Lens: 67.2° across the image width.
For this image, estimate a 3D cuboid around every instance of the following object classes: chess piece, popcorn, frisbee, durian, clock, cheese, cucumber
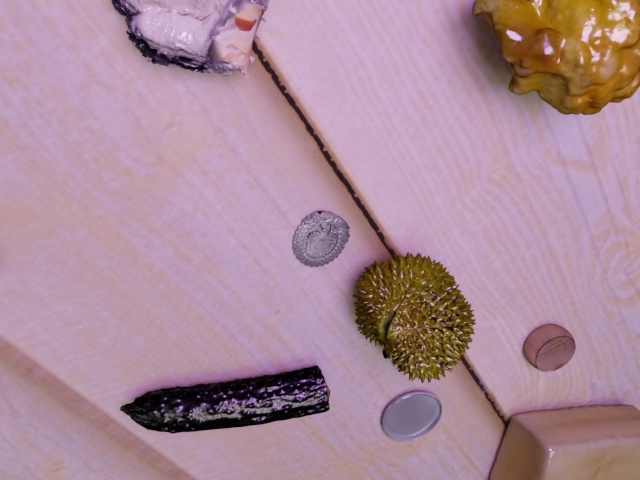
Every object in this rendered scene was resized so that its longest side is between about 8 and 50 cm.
[{"bbox_3d":[0.385,0.181,0.810,0.083,0.038,0.084,-6,116,-13],"label":"chess piece"},{"bbox_3d":[0.261,-0.224,0.515,0.197,0.198,0.155,38,117,-26],"label":"popcorn"},{"bbox_3d":[0.156,0.300,0.823,0.110,0.014,0.110,-6,116,-12],"label":"frisbee"},{"bbox_3d":[0.134,0.104,0.647,0.146,0.159,0.198,-45,121,-4],"label":"durian"},{"bbox_3d":[0.000,0.000,0.647,0.074,0.010,0.083,25,107,-23],"label":"clock"},{"bbox_3d":[0.474,0.435,0.904,0.265,0.124,0.243,0,111,-14],"label":"cheese"},{"bbox_3d":[-0.130,0.233,0.695,0.300,0.072,0.072,-6,116,-9],"label":"cucumber"}]

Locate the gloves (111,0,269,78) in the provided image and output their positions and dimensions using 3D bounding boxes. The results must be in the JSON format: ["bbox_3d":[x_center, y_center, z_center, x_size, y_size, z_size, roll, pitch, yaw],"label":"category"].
[{"bbox_3d":[-0.132,-0.227,0.476,0.153,0.070,0.114,18,118,-13],"label":"gloves"}]
